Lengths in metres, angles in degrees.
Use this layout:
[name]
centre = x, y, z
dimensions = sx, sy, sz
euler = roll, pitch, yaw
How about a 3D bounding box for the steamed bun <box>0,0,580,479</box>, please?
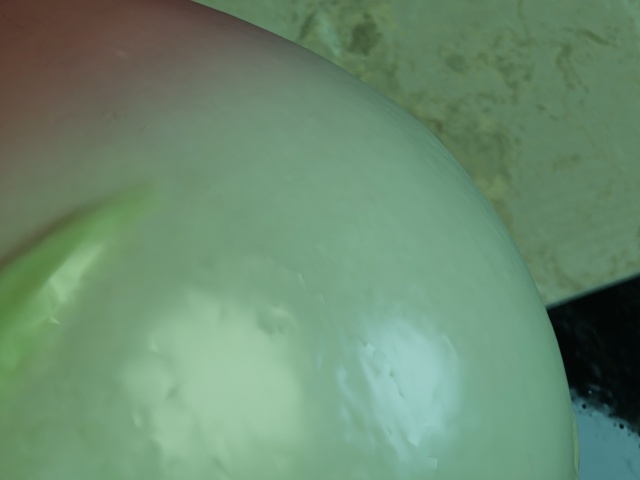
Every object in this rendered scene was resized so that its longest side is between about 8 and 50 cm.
[steamed bun]
centre = -0.074, 0.040, 0.489
dimensions = 0.309, 0.309, 0.309
euler = 9, 67, -21
